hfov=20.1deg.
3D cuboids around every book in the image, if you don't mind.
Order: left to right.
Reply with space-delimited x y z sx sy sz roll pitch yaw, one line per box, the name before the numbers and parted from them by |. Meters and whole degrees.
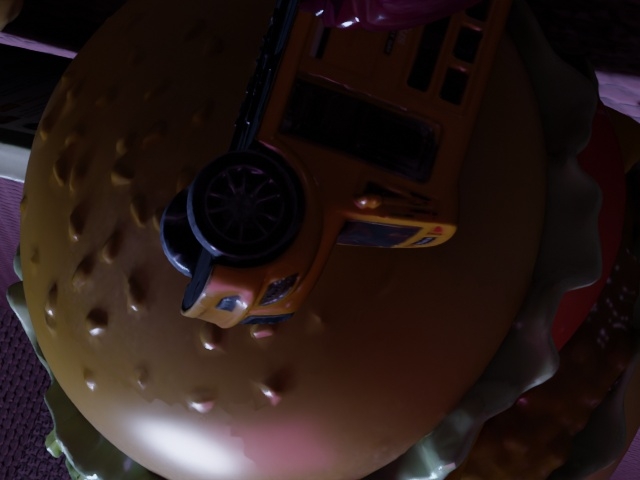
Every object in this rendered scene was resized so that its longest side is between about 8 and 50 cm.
book | -0.179 -0.078 1.059 0.264 0.027 0.202 14 -160 19

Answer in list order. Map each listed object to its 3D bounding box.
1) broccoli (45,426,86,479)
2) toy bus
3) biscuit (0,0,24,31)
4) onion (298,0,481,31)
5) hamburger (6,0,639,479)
broccoli | -0.023 0.062 1.193 0.348 0.281 0.293 -20 179 17
toy bus | 0.013 -0.060 0.588 0.088 0.194 0.083 18 171 -8
biscuit | -0.315 -0.170 0.935 0.326 0.107 0.326 20 174 2
onion | -0.035 -0.147 0.323 0.248 0.161 0.248 26 163 9
hamburger | 0.000 0.000 0.741 0.274 0.274 0.212 14 165 32
